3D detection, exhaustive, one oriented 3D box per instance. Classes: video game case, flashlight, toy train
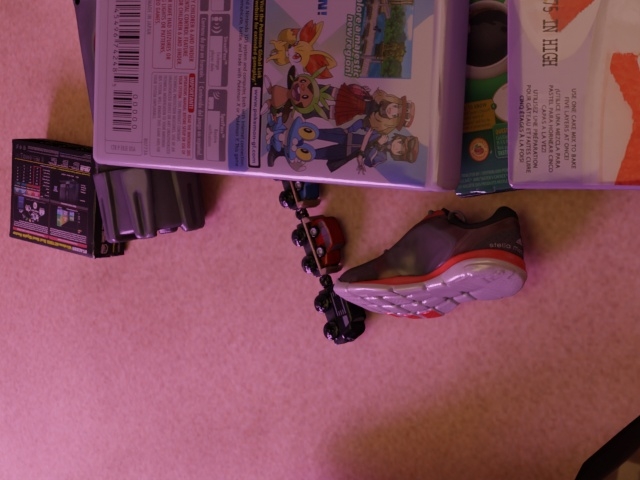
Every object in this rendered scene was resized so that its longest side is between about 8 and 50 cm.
[{"bbox_3d":[-0.034,-0.207,0.888,0.300,0.036,0.329,6,97,33],"label":"video game case"},{"bbox_3d":[-0.148,-0.154,1.031,0.103,0.103,0.304,-10,92,-3],"label":"flashlight"},{"bbox_3d":[0.000,0.000,0.963,0.036,0.027,0.158,-25,79,35],"label":"toy train"}]

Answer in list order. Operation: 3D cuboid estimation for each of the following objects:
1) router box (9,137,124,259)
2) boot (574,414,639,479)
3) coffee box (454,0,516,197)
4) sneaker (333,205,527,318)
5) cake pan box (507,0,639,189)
[{"bbox_3d":[-0.224,-0.039,1.140,0.122,0.038,0.092,12,102,39],"label":"router box"},{"bbox_3d":[0.155,0.231,0.816,0.115,0.112,0.305,44,127,4],"label":"boot"},{"bbox_3d":[0.132,-0.125,0.831,0.113,0.040,0.184,-8,90,39],"label":"coffee box"},{"bbox_3d":[0.078,0.013,0.893,0.158,0.061,0.065,-12,60,39],"label":"sneaker"},{"bbox_3d":[0.226,-0.158,0.706,0.246,0.070,0.266,4,96,27],"label":"cake pan box"}]
